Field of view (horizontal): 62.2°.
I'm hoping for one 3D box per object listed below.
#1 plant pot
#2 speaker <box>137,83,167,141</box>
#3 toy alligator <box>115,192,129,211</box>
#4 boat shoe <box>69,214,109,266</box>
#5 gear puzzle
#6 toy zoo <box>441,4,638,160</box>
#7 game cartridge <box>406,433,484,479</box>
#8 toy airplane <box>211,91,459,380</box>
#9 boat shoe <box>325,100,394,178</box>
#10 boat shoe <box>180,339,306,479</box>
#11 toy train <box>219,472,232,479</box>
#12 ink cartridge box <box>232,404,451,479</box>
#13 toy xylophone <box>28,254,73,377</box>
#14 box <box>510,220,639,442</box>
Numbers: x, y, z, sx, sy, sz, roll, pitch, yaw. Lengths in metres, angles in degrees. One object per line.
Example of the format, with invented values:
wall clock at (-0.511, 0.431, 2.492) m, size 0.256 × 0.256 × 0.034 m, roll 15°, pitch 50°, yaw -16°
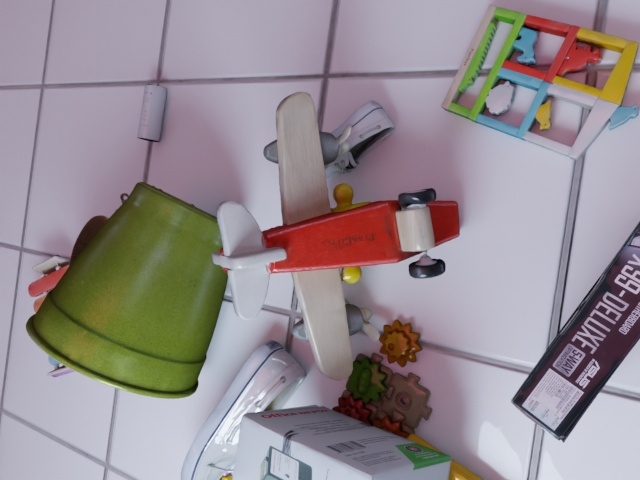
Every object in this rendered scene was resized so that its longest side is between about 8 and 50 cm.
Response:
plant pot at (-0.351, 0.080, 1.116) m, size 0.366 × 0.366 × 0.353 m, roll 25°, pitch 88°, yaw 29°
speaker at (-0.420, -0.316, 1.323) m, size 0.055 × 0.055 × 0.136 m, roll 10°, pitch 92°, yaw 30°
toy alligator at (-0.533, -0.041, 1.377) m, size 0.189 × 0.056 × 0.051 m, roll -65°, pitch 21°, yaw 11°
boat shoe at (-0.549, 0.110, 1.324) m, size 0.122 × 0.110 × 0.341 m, roll 6°, pitch 87°, yaw 33°
gear puzzle at (0.108, 0.310, 0.982) m, size 0.175 × 0.044 × 0.339 m, roll 24°, pitch 99°, yaw 29°
toy zoo at (0.370, -0.257, 0.873) m, size 0.293 × 0.030 × 0.192 m, roll 30°, pitch 101°, yaw 28°
game cartridge at (0.198, 0.543, 0.896) m, size 0.285 × 0.053 × 0.323 m, roll 29°, pitch 102°, yaw 22°
toy airplane at (0.000, 0.000, 0.931) m, size 0.384 × 0.272 × 0.386 m, roll 35°, pitch 93°, yaw -9°
boat shoe at (0.043, -0.169, 1.028) m, size 0.226 × 0.083 × 0.076 m, roll -44°, pitch 66°, yaw 20°
boat shoe at (-0.139, 0.396, 1.083) m, size 0.156 × 0.136 × 0.367 m, roll 35°, pitch 94°, yaw 24°
toy train at (-0.221, 0.576, 1.157) m, size 0.166 × 0.046 × 0.125 m, roll -36°, pitch 70°, yaw 23°
ink cartridge box at (0.028, 0.371, 0.861) m, size 0.289 × 0.211 × 0.121 m, roll 5°, pitch 84°, yaw 45°
toy xylophone at (-0.668, 0.189, 1.422) m, size 0.236 × 0.081 × 0.322 m, roll -29°, pitch 73°, yaw 25°
box at (0.393, 0.101, 0.717) m, size 0.076 × 0.242 × 0.307 m, roll 36°, pitch 104°, yaw 27°
